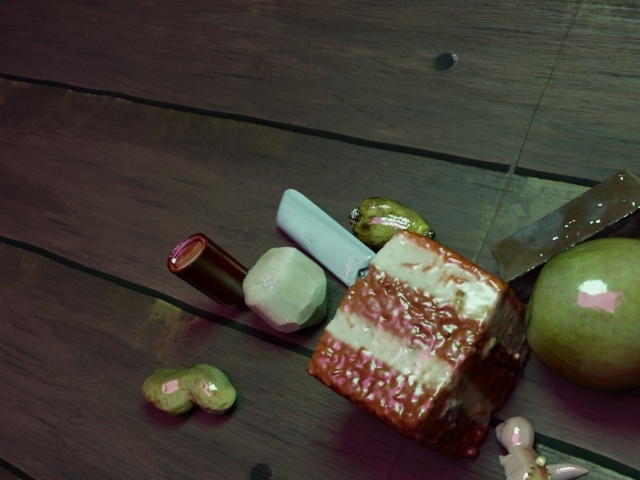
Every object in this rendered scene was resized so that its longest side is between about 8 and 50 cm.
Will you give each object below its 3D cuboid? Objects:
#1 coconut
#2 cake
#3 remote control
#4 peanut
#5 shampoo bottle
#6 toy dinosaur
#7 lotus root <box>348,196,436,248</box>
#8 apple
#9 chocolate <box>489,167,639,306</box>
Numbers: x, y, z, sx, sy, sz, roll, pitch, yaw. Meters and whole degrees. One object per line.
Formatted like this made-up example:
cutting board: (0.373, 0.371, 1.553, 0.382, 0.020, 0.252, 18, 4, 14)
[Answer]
coconut: (-0.064, 0.110, 1.628, 0.171, 0.183, 0.171, -43, 18, 17)
cake: (0.189, 0.184, 1.381, 0.270, 0.269, 0.320, 26, 80, 35)
remote control: (0.001, 0.000, 1.687, 0.293, 0.051, 0.103, 38, 123, 34)
peanut: (-0.278, 0.316, 1.666, 0.229, 0.098, 0.103, -8, 103, 25)
shampoo bottle: (-0.211, 0.076, 1.651, 0.102, 0.260, 0.064, -43, 54, 2)
toy dinosaur: (0.360, 0.384, 1.291, 0.194, 0.152, 0.177, -29, 41, 65)
lotus root: (0.155, -0.028, 1.626, 0.190, 0.094, 0.108, 13, 100, 23)
apple: (0.461, 0.115, 1.280, 0.233, 0.257, 0.257, 16, 72, 15)
chocolate: (0.475, -0.011, 1.444, 0.321, 0.112, 0.112, -31, 45, 11)
